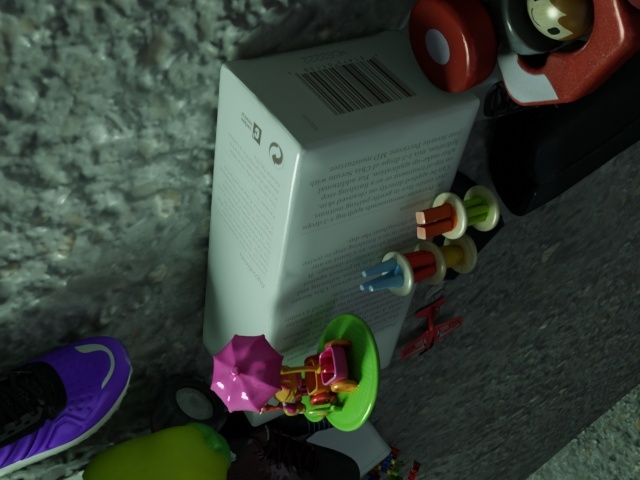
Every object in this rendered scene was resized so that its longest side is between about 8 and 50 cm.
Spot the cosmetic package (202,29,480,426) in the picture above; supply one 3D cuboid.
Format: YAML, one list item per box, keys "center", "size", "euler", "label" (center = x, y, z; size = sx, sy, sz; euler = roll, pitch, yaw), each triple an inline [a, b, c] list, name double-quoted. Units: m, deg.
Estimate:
- center: [0.000, 0.000, 0.921]
  size: [0.230, 0.161, 0.453]
  euler: [-18, 140, -29]
  label: "cosmetic package"

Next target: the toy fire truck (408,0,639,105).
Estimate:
- center: [0.190, -0.266, 0.674]
  size: [0.169, 0.254, 0.302]
  euler: [-27, 105, -18]
  label: "toy fire truck"

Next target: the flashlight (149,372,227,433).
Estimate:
- center: [-0.245, 0.328, 1.126]
  size: [0.103, 0.103, 0.304]
  euler: [0, 134, -50]
  label: "flashlight"

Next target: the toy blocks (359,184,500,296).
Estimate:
- center: [0.116, 0.004, 0.844]
  size: [0.148, 0.054, 0.123]
  euler: [-16, 140, -33]
  label: "toy blocks"

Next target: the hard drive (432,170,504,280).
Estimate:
- center: [0.183, -0.019, 1.174]
  size: [0.172, 0.054, 0.254]
  euler: [-49, 145, 13]
  label: "hard drive"

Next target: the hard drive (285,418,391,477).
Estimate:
- center: [0.007, 0.431, 1.524]
  size: [0.233, 0.047, 0.353]
  euler: [-37, 146, -5]
  label: "hard drive"

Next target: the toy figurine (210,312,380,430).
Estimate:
- center: [-0.047, 0.149, 0.835]
  size: [0.159, 0.130, 0.173]
  euler: [6, 152, -30]
  label: "toy figurine"

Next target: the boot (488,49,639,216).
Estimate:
- center: [0.474, -0.164, 1.205]
  size: [0.445, 0.146, 0.367]
  euler: [-35, 138, -13]
  label: "boot"

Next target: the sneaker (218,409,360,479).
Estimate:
- center: [-0.066, 0.335, 1.196]
  size: [0.281, 0.106, 0.163]
  euler: [6, 134, -7]
  label: "sneaker"

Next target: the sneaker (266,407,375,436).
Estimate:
- center: [-0.013, 0.289, 1.311]
  size: [0.232, 0.081, 0.090]
  euler: [13, 125, -38]
  label: "sneaker"

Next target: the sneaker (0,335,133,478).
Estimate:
- center: [-0.344, 0.192, 0.829]
  size: [0.293, 0.102, 0.146]
  euler: [-31, 162, -15]
  label: "sneaker"

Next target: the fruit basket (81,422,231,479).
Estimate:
- center: [-0.286, 0.377, 0.974]
  size: [0.392, 0.282, 0.392]
  euler: [-15, 109, -50]
  label: "fruit basket"

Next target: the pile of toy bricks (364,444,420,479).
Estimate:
- center: [0.169, 0.558, 1.794]
  size: [0.105, 0.118, 0.212]
  euler: [-46, 157, -62]
  label: "pile of toy bricks"

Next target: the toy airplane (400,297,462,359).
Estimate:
- center: [0.203, 0.162, 1.423]
  size: [0.151, 0.028, 0.151]
  euler: [-27, 144, -22]
  label: "toy airplane"

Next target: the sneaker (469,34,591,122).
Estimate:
- center: [0.267, -0.212, 0.989]
  size: [0.271, 0.108, 0.100]
  euler: [-28, 146, -16]
  label: "sneaker"
